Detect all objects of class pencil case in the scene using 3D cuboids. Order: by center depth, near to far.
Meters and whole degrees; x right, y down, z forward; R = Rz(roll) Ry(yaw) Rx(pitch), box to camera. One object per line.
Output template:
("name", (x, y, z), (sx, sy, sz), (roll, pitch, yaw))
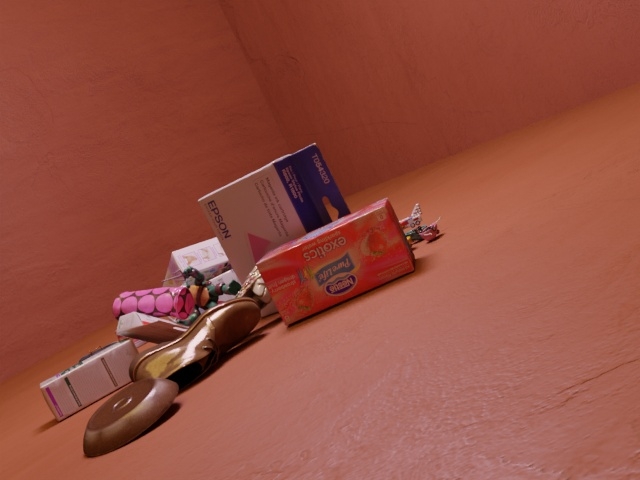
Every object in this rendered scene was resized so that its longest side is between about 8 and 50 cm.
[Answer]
("pencil case", (-0.422, 0.169, 1.994), (0.209, 0.098, 0.095), (-6, 36, 27))

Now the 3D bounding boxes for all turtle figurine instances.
("turtle figurine", (-0.318, 0.146, 2.047), (0.234, 0.176, 0.118), (7, 17, 32))

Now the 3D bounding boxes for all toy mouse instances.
("toy mouse", (0.240, -0.013, 1.845), (0.143, 0.031, 0.161), (-30, 7, -29))

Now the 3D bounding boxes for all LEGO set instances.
("LEGO set", (0.147, -0.015, 1.968), (0.244, 0.060, 0.182), (-24, -1, -41))

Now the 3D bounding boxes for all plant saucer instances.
("plant saucer", (-0.348, 0.305, 1.398), (0.198, 0.036, 0.199), (-29, 14, 8))

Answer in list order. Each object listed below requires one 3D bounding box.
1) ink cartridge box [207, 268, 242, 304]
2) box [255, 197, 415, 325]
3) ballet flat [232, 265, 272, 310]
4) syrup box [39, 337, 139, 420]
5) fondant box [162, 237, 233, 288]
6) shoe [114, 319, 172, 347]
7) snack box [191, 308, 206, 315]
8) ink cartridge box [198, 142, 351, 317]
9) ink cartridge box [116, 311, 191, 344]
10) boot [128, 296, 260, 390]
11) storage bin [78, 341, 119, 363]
("ink cartridge box", (-0.230, 0.136, 2.142), (0.150, 0.109, 0.063), (-26, -8, -6))
("box", (0.036, 0.044, 1.648), (0.299, 0.154, 0.142), (-24, 7, 11))
("ballet flat", (-0.150, 0.141, 1.735), (0.241, 0.091, 0.077), (-54, 32, -7))
("syrup box", (-0.549, 0.332, 1.883), (0.236, 0.096, 0.093), (-27, 5, -21))
("fondant box", (-0.307, 0.083, 2.392), (0.330, 0.096, 0.238), (-21, -24, -32))
("shoe", (-0.553, 0.277, 2.449), (0.177, 0.081, 0.063), (-27, 6, -12))
("snack box", (-0.325, 0.193, 2.266), (0.174, 0.070, 0.207), (-27, 4, -14))
("ink cartridge box", (-0.082, -0.013, 1.793), (0.330, 0.324, 0.071), (-23, 8, 33))
("ink cartridge box", (-0.367, 0.211, 1.903), (0.180, 0.056, 0.224), (20, -27, -34))
("boot", (-0.231, 0.224, 1.593), (0.305, 0.112, 0.115), (-32, 29, -26))
("storage bin", (-0.575, 0.334, 2.044), (0.135, 0.098, 0.091), (-25, 16, 5))
